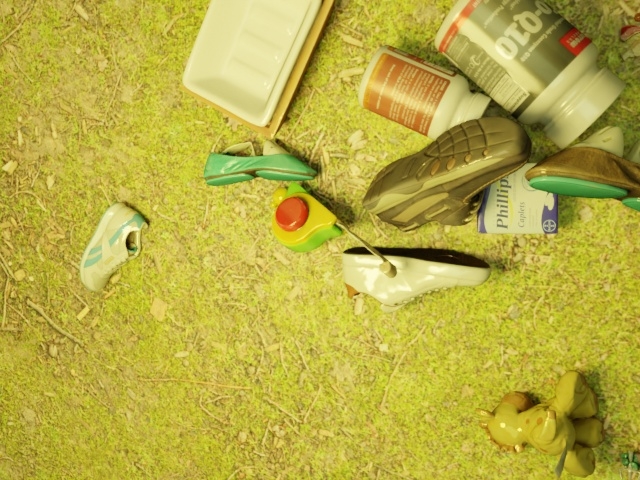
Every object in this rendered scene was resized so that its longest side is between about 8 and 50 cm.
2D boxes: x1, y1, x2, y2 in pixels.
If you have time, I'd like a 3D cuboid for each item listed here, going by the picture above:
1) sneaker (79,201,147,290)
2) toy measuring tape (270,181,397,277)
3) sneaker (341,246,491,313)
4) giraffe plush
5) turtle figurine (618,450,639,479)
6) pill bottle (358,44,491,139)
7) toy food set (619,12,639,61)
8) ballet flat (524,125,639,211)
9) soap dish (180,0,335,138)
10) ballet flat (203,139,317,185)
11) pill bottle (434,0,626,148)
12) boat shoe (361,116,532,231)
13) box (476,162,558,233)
[{"bbox_3d":[-0.479,0.029,1.289,0.092,0.087,0.229,32,109,9],"label":"sneaker"},{"bbox_3d":[0.000,0.000,1.075,0.330,0.121,0.121,42,111,35],"label":"toy measuring tape"},{"bbox_3d":[0.181,0.081,1.074,0.290,0.106,0.123,3,102,29],"label":"sneaker"},{"bbox_3d":[0.390,0.339,1.021,0.170,0.210,0.181,-10,100,49],"label":"giraffe plush"},{"bbox_3d":[0.622,0.403,0.970,0.175,0.118,0.234,15,105,58],"label":"turtle figurine"},{"bbox_3d":[0.186,-0.255,1.003,0.216,0.121,0.121,28,106,13],"label":"pill bottle"},{"bbox_3d":[0.553,-0.354,0.921,0.122,0.019,0.078,-18,92,28],"label":"toy food set"},{"bbox_3d":[0.492,-0.111,0.894,0.342,0.116,0.124,13,86,-7],"label":"ballet flat"},{"bbox_3d":[-0.120,-0.378,1.087,0.229,0.118,0.291,30,107,12],"label":"soap dish"},{"bbox_3d":[-0.128,-0.163,1.147,0.247,0.083,0.087,-1,84,17],"label":"ballet flat"},{"bbox_3d":[0.344,-0.297,0.922,0.283,0.161,0.161,44,109,7],"label":"pill bottle"},{"bbox_3d":[0.223,-0.101,0.965,0.130,0.132,0.355,40,153,-19],"label":"boat shoe"},{"bbox_3d":[0.352,-0.076,1.002,0.137,0.072,0.126,0,98,19],"label":"box"}]
